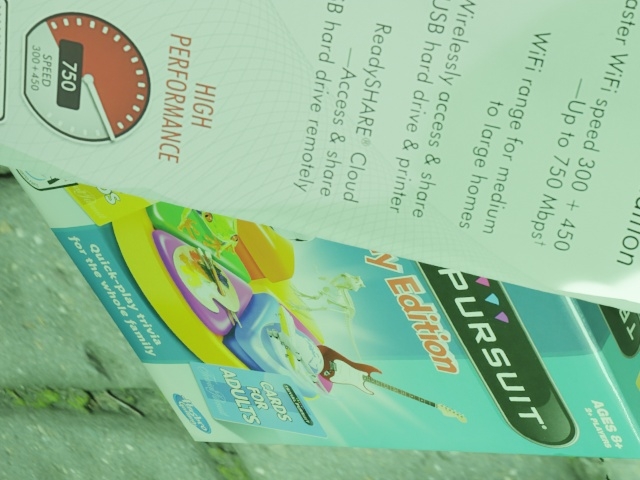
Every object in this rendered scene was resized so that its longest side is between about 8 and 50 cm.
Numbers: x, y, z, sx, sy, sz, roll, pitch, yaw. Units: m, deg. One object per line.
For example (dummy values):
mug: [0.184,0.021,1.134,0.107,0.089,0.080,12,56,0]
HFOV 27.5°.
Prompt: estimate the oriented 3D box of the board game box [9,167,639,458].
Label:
board game box: [0.000,0.000,0.720,0.336,0.079,0.253,-6,124,43]

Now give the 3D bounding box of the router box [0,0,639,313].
router box: [0.017,-0.160,0.324,0.301,0.082,0.335,13,124,5]
